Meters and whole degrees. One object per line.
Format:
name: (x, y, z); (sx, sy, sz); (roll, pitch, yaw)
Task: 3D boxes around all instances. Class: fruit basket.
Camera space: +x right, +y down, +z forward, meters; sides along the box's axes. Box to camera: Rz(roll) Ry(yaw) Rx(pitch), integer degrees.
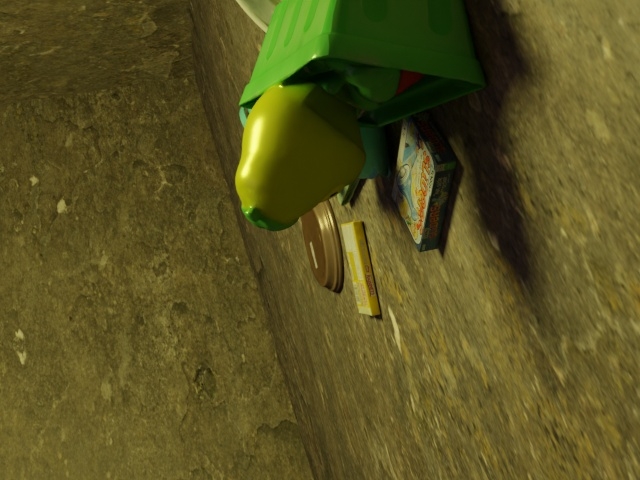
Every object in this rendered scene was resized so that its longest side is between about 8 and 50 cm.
fruit basket: (0.025, -0.186, 1.201); (0.392, 0.282, 0.392); (-175, 90, -68)

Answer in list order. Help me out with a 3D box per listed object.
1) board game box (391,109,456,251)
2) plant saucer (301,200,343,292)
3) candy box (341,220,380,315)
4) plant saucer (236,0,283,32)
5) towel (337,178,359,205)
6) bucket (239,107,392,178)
board game box: (0.162, -0.097, 1.355); (0.201, 0.035, 0.136); (93, 161, -48)
plant saucer: (0.000, 0.000, 2.163); (0.278, 0.041, 0.278); (168, 90, -77)
candy box: (0.087, 0.060, 1.852); (0.105, 0.027, 0.206); (173, 85, -75)
plant saucer: (-0.020, -0.473, 1.425); (0.400, 0.100, 0.400); (32, 156, 16)
towel: (0.030, -0.266, 1.805); (0.248, 0.038, 0.325); (115, 141, -70)
bucket: (-0.008, -0.191, 1.522); (0.281, 0.281, 0.183); (-176, 80, -77)
